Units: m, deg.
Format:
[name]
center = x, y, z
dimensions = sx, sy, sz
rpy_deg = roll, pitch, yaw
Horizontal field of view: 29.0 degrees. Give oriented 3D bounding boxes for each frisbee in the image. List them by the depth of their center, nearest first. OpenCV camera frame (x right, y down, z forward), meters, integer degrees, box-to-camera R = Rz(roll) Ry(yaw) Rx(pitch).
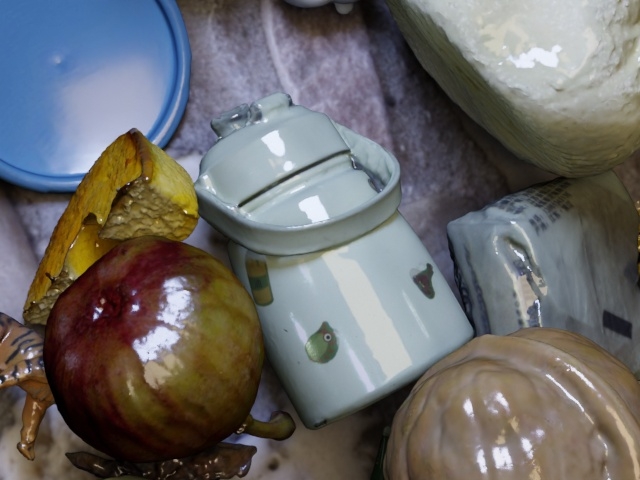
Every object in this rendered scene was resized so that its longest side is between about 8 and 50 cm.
[frisbee]
center = -0.283, -0.194, 1.356
dimensions = 0.290, 0.049, 0.289
rpy_deg = -4, 101, -23

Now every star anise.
[star anise]
center = -0.159, 0.255, 1.313
dimensions = 0.197, 0.073, 0.212
rpy_deg = -15, 86, -13

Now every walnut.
[walnut]
center = 0.195, 0.218, 1.165
dimensions = 0.296, 0.285, 0.285
rpy_deg = -18, 84, -44

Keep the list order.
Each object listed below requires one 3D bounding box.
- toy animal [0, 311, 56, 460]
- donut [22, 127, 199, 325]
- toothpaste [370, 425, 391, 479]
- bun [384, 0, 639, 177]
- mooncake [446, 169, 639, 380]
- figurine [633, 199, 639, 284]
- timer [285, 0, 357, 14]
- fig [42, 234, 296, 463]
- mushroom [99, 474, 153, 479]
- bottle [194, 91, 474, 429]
[toy animal]
center = -0.338, 0.107, 1.267
dimensions = 0.255, 0.114, 0.116
rpy_deg = 35, 64, 15
[donut]
center = -0.213, -0.023, 1.296
dimensions = 0.101, 0.259, 0.152
rpy_deg = 24, 41, -23
[toothpaste]
center = 0.061, 0.309, 1.377
dimensions = 0.049, 0.031, 0.204
rpy_deg = 23, 74, -10
[bun]
center = 0.230, -0.243, 1.335
dimensions = 0.227, 0.352, 0.349
rpy_deg = -44, 115, 0
[mooncake]
center = 0.260, 0.059, 1.398
dimensions = 0.254, 0.136, 0.250
rpy_deg = -13, 87, -41
[figurine]
center = 0.402, 0.022, 1.490
dimensions = 0.143, 0.068, 0.101
rpy_deg = 47, 49, 0
[timer]
center = -0.052, -0.385, 1.383
dimensions = 0.315, 0.291, 0.290
rpy_deg = 40, 73, -28
[fig]
center = -0.114, 0.139, 1.222
dimensions = 0.321, 0.217, 0.217
rpy_deg = 39, 70, -42
[mushroom]
center = -0.203, 0.284, 1.230
dimensions = 0.333, 0.087, 0.107
rpy_deg = 8, 101, 10
[bottle]
center = 0.000, 0.000, 1.318
dimensions = 0.229, 0.229, 0.351
rpy_deg = -27, 87, -16
